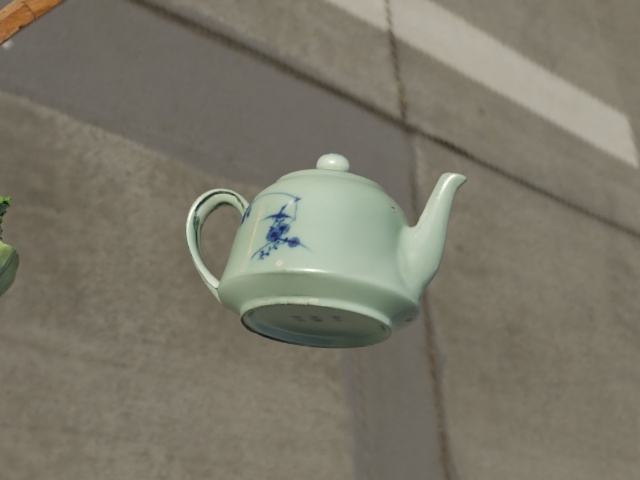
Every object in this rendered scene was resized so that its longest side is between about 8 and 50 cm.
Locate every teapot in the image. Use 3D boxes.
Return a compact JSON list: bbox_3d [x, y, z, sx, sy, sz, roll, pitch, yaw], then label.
[{"bbox_3d":[0.000,0.000,1.049,0.159,0.231,0.159,-2,90,-70],"label":"teapot"}]

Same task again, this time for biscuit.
[{"bbox_3d":[-0.441,-0.308,1.887,0.043,0.283,0.306,56,23,-14],"label":"biscuit"}]

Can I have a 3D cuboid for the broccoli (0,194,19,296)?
[{"bbox_3d":[-0.500,-0.004,1.725,0.270,0.270,0.270,-36,135,-45],"label":"broccoli"}]
